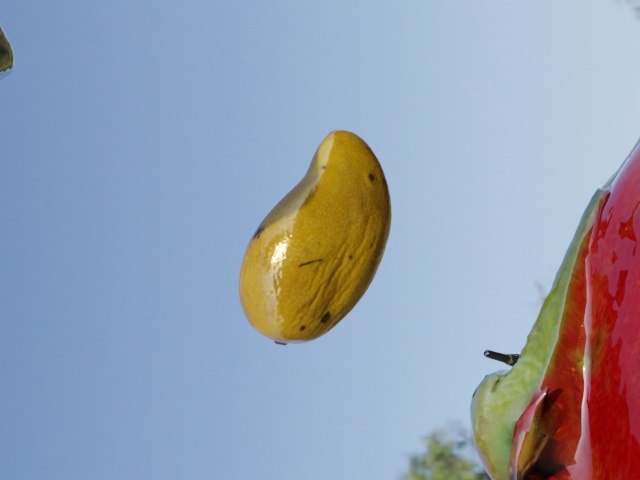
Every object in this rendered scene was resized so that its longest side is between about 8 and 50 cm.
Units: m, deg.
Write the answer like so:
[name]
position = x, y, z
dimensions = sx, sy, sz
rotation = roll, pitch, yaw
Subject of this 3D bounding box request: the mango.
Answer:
[mango]
position = 0.001, 0.002, 1.631
dimensions = 0.262, 0.157, 0.109
rotation = -64, 24, 3

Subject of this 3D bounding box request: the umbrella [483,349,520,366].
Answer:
[umbrella]
position = 0.253, 0.124, 1.273
dimensions = 0.269, 0.044, 0.044
rotation = 20, -129, -36

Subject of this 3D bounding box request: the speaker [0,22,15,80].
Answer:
[speaker]
position = -0.479, -0.135, 1.243
dimensions = 0.184, 0.406, 0.183
rotation = 59, -162, -8

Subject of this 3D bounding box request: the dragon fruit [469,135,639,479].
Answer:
[dragon fruit]
position = 0.163, 0.024, 0.330
dimensions = 0.269, 0.200, 0.198
rotation = -57, 1, 25
